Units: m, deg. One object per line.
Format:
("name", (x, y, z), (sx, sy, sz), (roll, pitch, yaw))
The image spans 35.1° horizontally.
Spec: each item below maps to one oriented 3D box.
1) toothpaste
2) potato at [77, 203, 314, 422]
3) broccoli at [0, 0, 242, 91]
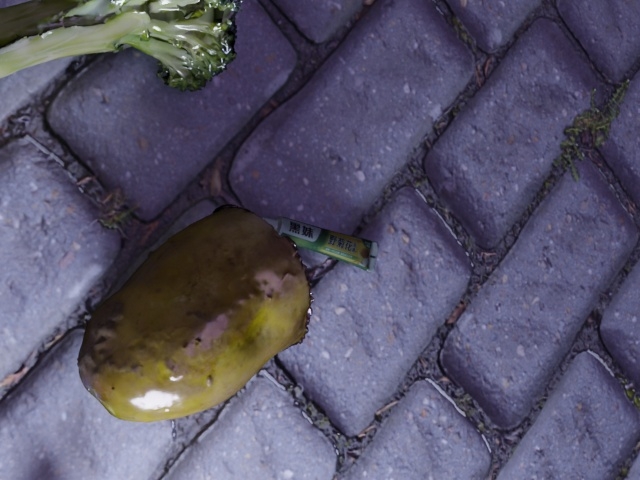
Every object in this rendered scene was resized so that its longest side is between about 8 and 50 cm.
("toothpaste", (0.000, 0.000, 1.456), (0.204, 0.031, 0.049), (18, 76, -31))
("potato", (-0.169, 0.110, 1.238), (0.266, 0.229, 0.229), (-34, 102, -34))
("broccoli", (-0.275, -0.268, 1.256), (0.362, 0.252, 0.221), (-21, 92, 3))
